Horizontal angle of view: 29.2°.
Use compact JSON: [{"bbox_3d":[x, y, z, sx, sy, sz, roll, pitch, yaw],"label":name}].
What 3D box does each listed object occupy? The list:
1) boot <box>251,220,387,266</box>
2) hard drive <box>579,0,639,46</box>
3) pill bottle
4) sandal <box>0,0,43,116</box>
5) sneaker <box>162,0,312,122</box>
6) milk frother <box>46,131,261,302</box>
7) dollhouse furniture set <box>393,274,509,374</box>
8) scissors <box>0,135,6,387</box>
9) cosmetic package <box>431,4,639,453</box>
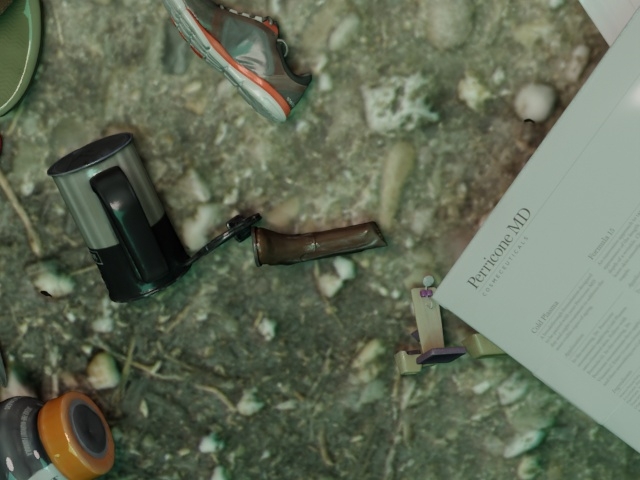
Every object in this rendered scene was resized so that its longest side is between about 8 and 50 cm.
[{"bbox_3d":[0.000,0.000,1.104,0.114,0.106,0.037,-7,86,10],"label":"boot"},{"bbox_3d":[0.374,-0.273,0.987,0.353,0.047,0.233,-33,107,17],"label":"hard drive"},{"bbox_3d":[-0.324,0.235,1.206,0.246,0.130,0.130,-27,109,15],"label":"pill bottle"},{"bbox_3d":[-0.295,-0.246,1.022,0.120,0.086,0.302,8,113,1],"label":"sandal"},{"bbox_3d":[-0.071,-0.176,1.064,0.065,0.061,0.158,-46,106,-8],"label":"sneaker"},{"bbox_3d":[-0.146,-0.034,1.109,0.143,0.129,0.134,-35,114,-29],"label":"milk frother"},{"bbox_3d":[0.135,0.077,1.174,0.114,0.091,0.081,-2,72,-19],"label":"dollhouse furniture set"},{"bbox_3d":[-0.353,0.006,1.174,0.109,0.021,0.297,4,114,0],"label":"scissors"},{"bbox_3d":[0.311,-0.022,0.980,0.284,0.097,0.377,37,112,7],"label":"cosmetic package"}]
